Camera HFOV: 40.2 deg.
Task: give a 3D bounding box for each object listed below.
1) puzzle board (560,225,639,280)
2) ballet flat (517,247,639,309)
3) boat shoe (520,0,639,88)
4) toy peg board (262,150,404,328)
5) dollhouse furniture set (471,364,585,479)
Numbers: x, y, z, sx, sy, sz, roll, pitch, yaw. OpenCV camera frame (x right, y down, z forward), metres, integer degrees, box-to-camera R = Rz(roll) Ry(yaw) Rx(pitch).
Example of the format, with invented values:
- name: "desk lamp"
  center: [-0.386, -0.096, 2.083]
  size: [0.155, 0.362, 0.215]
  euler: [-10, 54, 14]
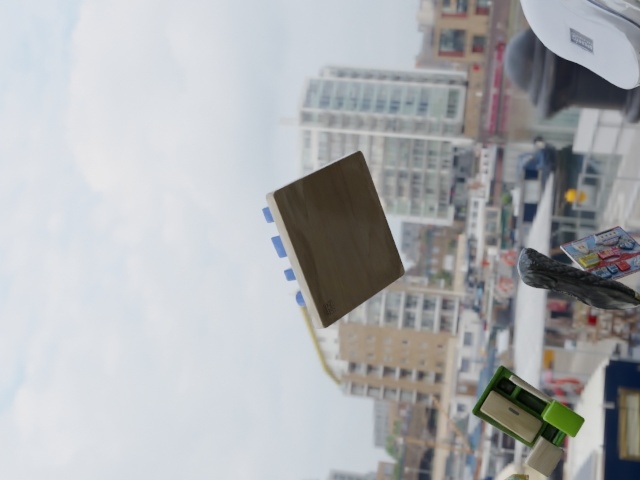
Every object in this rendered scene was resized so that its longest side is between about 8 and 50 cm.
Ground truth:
- name: "puzzle board"
  center: [0.467, 0.022, 1.414]
  size: [0.096, 0.128, 0.011]
  euler: [55, 151, 38]
- name: "ballet flat"
  center: [0.335, 0.050, 1.118]
  size: [0.057, 0.173, 0.049]
  euler: [123, 162, -55]
- name: "boat shoe"
  center: [0.328, -0.267, 1.030]
  size: [0.267, 0.088, 0.096]
  euler: [-124, 14, -54]
- name: "toy peg board"
  center: [0.000, 0.000, 1.017]
  size: [0.160, 0.079, 0.161]
  euler: [-30, -77, -44]
- name: "dollhouse furniture set"
  center: [0.277, 0.369, 1.411]
  size: [0.302, 0.151, 0.197]
  euler: [-58, -15, -1]
